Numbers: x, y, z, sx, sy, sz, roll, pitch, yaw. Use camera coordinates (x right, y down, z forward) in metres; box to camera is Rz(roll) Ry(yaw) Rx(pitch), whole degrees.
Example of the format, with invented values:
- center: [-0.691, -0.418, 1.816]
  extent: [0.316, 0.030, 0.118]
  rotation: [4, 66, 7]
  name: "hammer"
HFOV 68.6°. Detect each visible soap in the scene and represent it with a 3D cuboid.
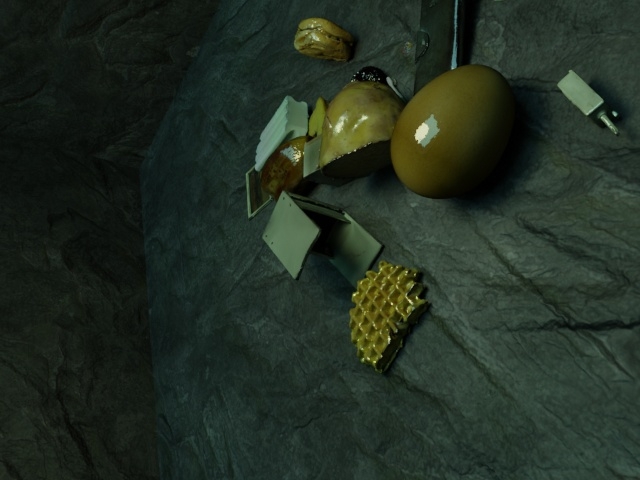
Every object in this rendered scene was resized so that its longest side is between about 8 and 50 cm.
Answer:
- center: [-0.156, -0.405, 1.848]
  extent: [0.289, 0.095, 0.173]
  rotation: [-41, 42, 48]
  name: "soap"

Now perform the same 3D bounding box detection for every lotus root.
- center: [-0.094, -0.267, 1.696]
  extent: [0.291, 0.193, 0.193]
  rotation: [-47, 45, 46]
  name: "lotus root"

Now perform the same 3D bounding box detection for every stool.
- center: [0.000, 0.000, 1.415]
  extent: [0.270, 0.243, 0.171]
  rotation: [46, 116, 49]
  name: "stool"

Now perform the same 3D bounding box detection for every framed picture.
- center: [-0.270, -0.239, 2.040]
  extent: [0.197, 0.014, 0.253]
  rotation: [-34, 54, 42]
  name: "framed picture"

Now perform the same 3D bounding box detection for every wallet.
- center: [0.327, -0.550, 1.289]
  extent: [0.172, 0.045, 0.319]
  rotation: [8, 95, 57]
  name: "wallet"

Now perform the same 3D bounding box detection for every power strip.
- center: [0.539, -0.266, 0.929]
  extent: [0.042, 0.075, 0.175]
  rotation: [-46, 46, 32]
  name: "power strip"

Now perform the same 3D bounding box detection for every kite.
- center: [0.276, -0.592, 1.441]
  extent: [0.078, 0.002, 0.044]
  rotation: [26, 100, 53]
  name: "kite"

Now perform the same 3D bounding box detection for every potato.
- center: [0.117, -0.330, 1.322]
  extent: [0.300, 0.288, 0.238]
  rotation: [-21, 79, 31]
  name: "potato"

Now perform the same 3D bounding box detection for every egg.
- center: [0.305, -0.249, 1.087]
  extent: [0.323, 0.250, 0.250]
  rotation: [-58, 40, 15]
  name: "egg"

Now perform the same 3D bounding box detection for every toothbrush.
- center: [0.250, -0.410, 1.402]
  extent: [0.018, 0.024, 0.257]
  rotation: [113, 147, -47]
  name: "toothbrush"

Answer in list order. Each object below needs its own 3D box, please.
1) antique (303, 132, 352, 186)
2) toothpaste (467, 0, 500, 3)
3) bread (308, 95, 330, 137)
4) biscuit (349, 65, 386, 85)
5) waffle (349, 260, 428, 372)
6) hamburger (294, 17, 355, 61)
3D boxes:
- center: [0.043, -0.269, 1.523]
  extent: [0.146, 0.151, 0.148]
  rotation: [-19, 67, 50]
  name: "antique"
- center: [0.420, -0.660, 1.236]
  extent: [0.193, 0.044, 0.071]
  rotation: [15, 91, 54]
  name: "toothpaste"
- center: [0.007, -0.415, 1.695]
  extent: [0.149, 0.065, 0.188]
  rotation: [-50, 41, 44]
  name: "bread"
- center: [0.143, -0.476, 1.536]
  extent: [0.194, 0.053, 0.195]
  rotation: [-20, 64, 49]
  name: "biscuit"
- center: [0.174, 0.200, 1.276]
  extent: [0.283, 0.065, 0.310]
  rotation: [-20, 65, 49]
  name: "waffle"
- center: [0.009, -0.709, 1.668]
  extent: [0.213, 0.213, 0.108]
  rotation: [31, 105, 52]
  name: "hamburger"
